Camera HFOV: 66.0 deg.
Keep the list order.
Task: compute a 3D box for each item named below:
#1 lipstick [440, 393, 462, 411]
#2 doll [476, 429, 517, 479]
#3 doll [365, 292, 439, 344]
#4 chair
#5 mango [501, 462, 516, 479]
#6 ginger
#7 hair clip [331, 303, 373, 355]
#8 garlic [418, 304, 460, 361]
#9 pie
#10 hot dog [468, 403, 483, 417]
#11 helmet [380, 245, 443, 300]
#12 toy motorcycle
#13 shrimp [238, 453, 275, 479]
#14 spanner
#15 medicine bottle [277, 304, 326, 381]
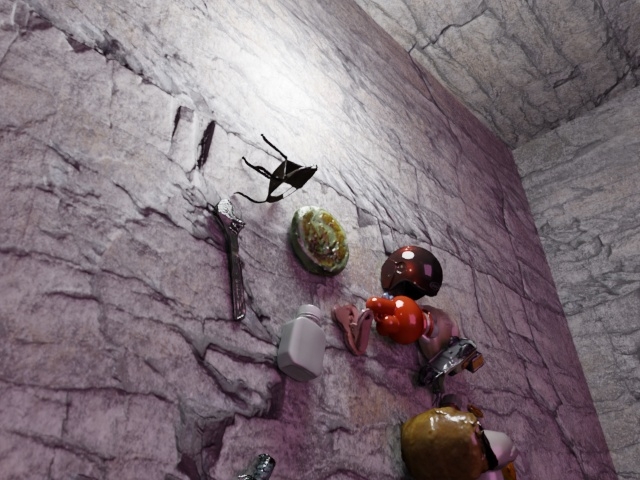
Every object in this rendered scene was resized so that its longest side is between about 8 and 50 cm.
[{"bbox_3d":[0.409,0.590,1.603,0.057,0.063,0.186,51,44,-13],"label":"lipstick"},{"bbox_3d":[0.502,0.701,1.538,0.251,0.221,0.221,68,16,-59],"label":"doll"},{"bbox_3d":[0.263,0.254,1.582,0.291,0.130,0.160,16,56,-33],"label":"doll"},{"bbox_3d":[-0.115,-0.176,1.375,0.213,0.174,0.149,22,47,-27],"label":"chair"},{"bbox_3d":[0.652,0.794,1.759,0.187,0.066,0.101,53,28,-20],"label":"mango"},{"bbox_3d":[0.333,0.570,1.363,0.269,0.223,0.200,77,-9,-67],"label":"ginger"},{"bbox_3d":[0.094,0.259,1.455,0.123,0.102,0.138,-7,106,-50],"label":"hair clip"},{"bbox_3d":[0.428,0.331,1.752,0.217,0.110,0.227,-2,69,-47],"label":"garlic"},{"bbox_3d":[0.000,0.000,1.488,0.241,0.054,0.240,27,49,-36],"label":"pie"},{"bbox_3d":[0.565,0.624,1.799,0.083,0.021,0.037,39,21,-24],"label":"hot dog"},{"bbox_3d":[0.319,0.115,1.706,0.189,0.193,0.216,24,8,-42],"label":"helmet"},{"bbox_3d":[0.426,0.425,1.639,0.263,0.091,0.157,-31,120,-22],"label":"toy motorcycle"},{"bbox_3d":[-0.143,0.490,0.982,0.082,0.076,0.174,37,38,3],"label":"shrimp"},{"bbox_3d":[-0.216,0.041,1.221,0.093,0.026,0.325,14,58,-45],"label":"spanner"},{"bbox_3d":[-0.042,0.256,1.256,0.119,0.069,0.183,38,43,-28],"label":"medicine bottle"}]
